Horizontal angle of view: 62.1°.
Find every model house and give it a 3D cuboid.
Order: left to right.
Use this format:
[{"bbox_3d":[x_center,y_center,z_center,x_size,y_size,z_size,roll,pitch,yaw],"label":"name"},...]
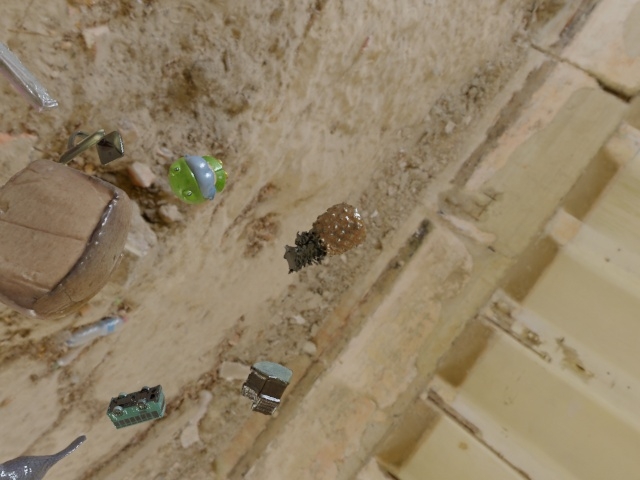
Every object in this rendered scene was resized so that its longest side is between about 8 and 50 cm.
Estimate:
[{"bbox_3d":[-0.178,0.471,1.683,0.152,0.165,0.106,-64,-161,4],"label":"model house"}]

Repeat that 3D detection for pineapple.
[{"bbox_3d":[0.000,0.000,1.654,0.278,0.158,0.158,-30,157,-6],"label":"pineapple"}]

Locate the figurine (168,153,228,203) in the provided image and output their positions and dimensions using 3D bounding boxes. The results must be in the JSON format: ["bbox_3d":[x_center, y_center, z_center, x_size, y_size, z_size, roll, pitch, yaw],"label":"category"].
[{"bbox_3d":[-0.383,-0.201,1.699,0.143,0.162,0.263,-18,-171,21],"label":"figurine"}]

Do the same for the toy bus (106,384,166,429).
[{"bbox_3d":[-0.550,0.505,1.610,0.160,0.079,0.092,-16,116,0],"label":"toy bus"}]

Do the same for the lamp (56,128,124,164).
[{"bbox_3d":[-0.793,-0.356,1.902,0.203,0.125,0.283,-20,-177,15],"label":"lamp"}]

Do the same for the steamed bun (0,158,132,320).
[{"bbox_3d":[-0.524,0.012,1.063,0.199,0.251,0.301,101,12,-65],"label":"steamed bun"}]

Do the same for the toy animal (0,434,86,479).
[{"bbox_3d":[-0.708,0.583,1.279,0.081,0.206,0.367,-16,158,17],"label":"toy animal"}]

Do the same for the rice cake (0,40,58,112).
[{"bbox_3d":[-0.731,-0.407,1.241,0.049,0.270,0.055,-36,-164,23],"label":"rice cake"}]
